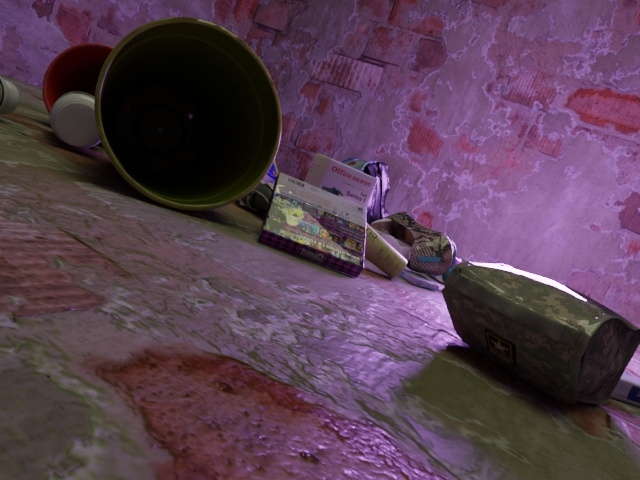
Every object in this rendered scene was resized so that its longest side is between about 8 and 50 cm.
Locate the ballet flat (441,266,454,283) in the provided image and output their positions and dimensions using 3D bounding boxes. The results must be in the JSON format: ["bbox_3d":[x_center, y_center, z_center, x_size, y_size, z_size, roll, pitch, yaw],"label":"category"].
[{"bbox_3d":[0.435,0.151,1.346,0.231,0.077,0.077,35,-7,45],"label":"ballet flat"}]

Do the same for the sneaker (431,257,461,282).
[{"bbox_3d":[0.379,0.065,1.595,0.095,0.105,0.236,16,9,-32],"label":"sneaker"}]

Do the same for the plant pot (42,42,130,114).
[{"bbox_3d":[-0.657,-0.423,1.471,0.274,0.275,0.243,21,-2,-10],"label":"plant pot"}]

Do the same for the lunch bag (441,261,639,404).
[{"bbox_3d":[0.355,0.142,0.795,0.286,0.169,0.235,21,7,-44],"label":"lunch bag"}]

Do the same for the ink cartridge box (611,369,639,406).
[{"bbox_3d":[0.540,0.253,1.007,0.223,0.045,0.224,20,8,-18],"label":"ink cartridge box"}]

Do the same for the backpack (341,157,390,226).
[{"bbox_3d":[0.133,-0.158,1.705,0.213,0.264,0.276,19,17,26],"label":"backpack"}]

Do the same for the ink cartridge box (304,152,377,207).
[{"bbox_3d":[0.029,-0.094,1.251,0.160,0.220,0.092,17,8,-29],"label":"ink cartridge box"}]

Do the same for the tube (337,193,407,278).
[{"bbox_3d":[0.107,-0.002,1.199,0.240,0.062,0.070,41,46,-3],"label":"tube"}]

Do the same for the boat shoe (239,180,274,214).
[{"bbox_3d":[-0.185,-0.115,1.373,0.099,0.116,0.319,-27,37,-16],"label":"boat shoe"}]

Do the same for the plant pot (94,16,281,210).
[{"bbox_3d":[-0.326,-0.261,1.093,0.366,0.367,0.353,18,-3,-30],"label":"plant pot"}]

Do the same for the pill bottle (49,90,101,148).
[{"bbox_3d":[-0.597,-0.299,1.199,0.131,0.131,0.229,18,10,-30],"label":"pill bottle"}]

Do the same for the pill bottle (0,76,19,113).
[{"bbox_3d":[-0.759,-0.330,1.053,0.107,0.108,0.180,23,8,3],"label":"pill bottle"}]

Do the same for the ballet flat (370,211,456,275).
[{"bbox_3d":[0.247,-0.002,1.528,0.181,0.164,0.483,2,11,-12],"label":"ballet flat"}]

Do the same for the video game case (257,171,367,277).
[{"bbox_3d":[-0.008,-0.040,1.076,0.231,0.042,0.210,21,41,-12],"label":"video game case"}]

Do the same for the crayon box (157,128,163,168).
[{"bbox_3d":[-0.469,-0.392,1.460,0.105,0.314,0.363,0,17,-23],"label":"crayon box"}]

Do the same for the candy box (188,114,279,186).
[{"bbox_3d":[-0.284,-0.317,1.566,0.317,0.122,0.268,36,28,-50],"label":"candy box"}]

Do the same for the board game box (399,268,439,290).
[{"bbox_3d":[0.260,0.104,1.308,0.090,0.020,0.090,18,8,-31],"label":"board game box"}]
